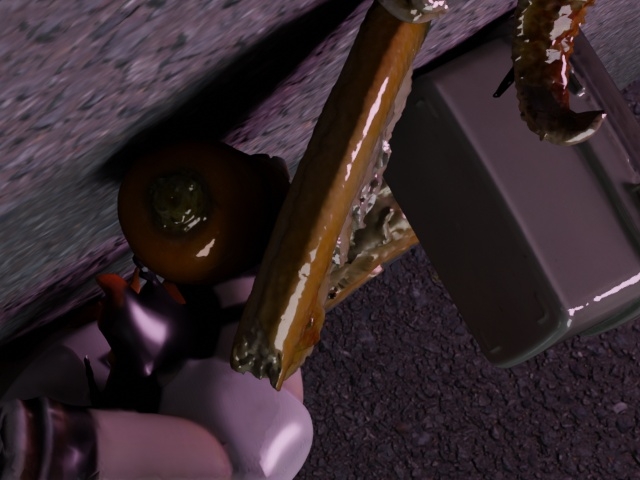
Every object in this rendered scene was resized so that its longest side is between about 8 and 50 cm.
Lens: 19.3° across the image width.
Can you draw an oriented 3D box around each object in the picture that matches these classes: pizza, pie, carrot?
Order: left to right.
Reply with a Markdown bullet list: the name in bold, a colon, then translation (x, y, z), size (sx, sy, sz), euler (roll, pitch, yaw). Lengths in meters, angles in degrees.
- **carrot**: translation (-0.048, -0.014, 0.879), size (0.067, 0.067, 0.225), euler (-36, 178, 6)
- **pizza**: translation (0.000, 0.000, 0.873), size (0.262, 0.034, 0.181), euler (106, 5, -66)
- **pie**: translation (0.080, -0.040, 1.500), size (0.339, 0.083, 0.339), euler (-38, 175, -4)

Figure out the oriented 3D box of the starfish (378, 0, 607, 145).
- **starfish**: translation (0.145, -0.144, 0.725), size (0.312, 0.113, 0.303), euler (-36, 176, -37)

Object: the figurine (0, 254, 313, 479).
- **figurine**: translation (-0.131, 0.146, 1.113), size (0.320, 0.196, 0.323), euler (-45, 176, -39)

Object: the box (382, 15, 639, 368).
- **box**: translation (0.137, -0.032, 1.220), size (0.129, 0.210, 0.148), euler (-25, 171, -26)
